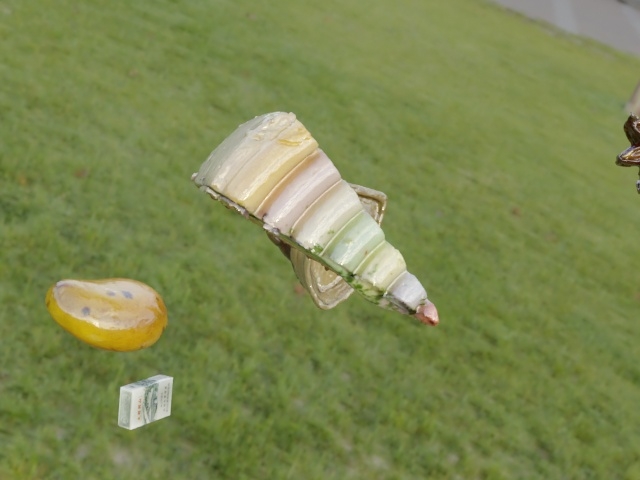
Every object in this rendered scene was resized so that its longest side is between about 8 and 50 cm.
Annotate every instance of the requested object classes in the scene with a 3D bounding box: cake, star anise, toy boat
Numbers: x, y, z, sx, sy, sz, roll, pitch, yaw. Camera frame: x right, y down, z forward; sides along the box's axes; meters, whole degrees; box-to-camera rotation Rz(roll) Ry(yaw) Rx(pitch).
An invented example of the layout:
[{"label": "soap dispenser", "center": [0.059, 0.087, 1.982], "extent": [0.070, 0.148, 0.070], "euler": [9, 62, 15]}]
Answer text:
[{"label": "cake", "center": [0.012, -0.018, 0.967], "extent": [0.225, 0.090, 0.109], "euler": [35, -6, -19]}, {"label": "star anise", "center": [0.451, -0.127, 1.499], "extent": [0.191, 0.070, 0.097], "euler": [-22, 76, -13]}, {"label": "toy boat", "center": [0.018, 0.005, 1.722], "extent": [0.116, 0.188, 0.061], "euler": [12, 8, -38]}]

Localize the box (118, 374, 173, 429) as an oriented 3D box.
[{"label": "box", "center": [-0.225, 0.208, 1.536], "extent": [0.024, 0.054, 0.083], "euler": [13, 13, 29]}]

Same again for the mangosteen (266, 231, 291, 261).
[{"label": "mangosteen", "center": [-0.023, -0.044, 1.877], "extent": [0.181, 0.156, 0.146], "euler": [32, -11, 6]}]

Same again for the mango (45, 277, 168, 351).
[{"label": "mango", "center": [-0.280, 0.098, 1.592], "extent": [0.115, 0.090, 0.178], "euler": [45, 19, 30]}]
